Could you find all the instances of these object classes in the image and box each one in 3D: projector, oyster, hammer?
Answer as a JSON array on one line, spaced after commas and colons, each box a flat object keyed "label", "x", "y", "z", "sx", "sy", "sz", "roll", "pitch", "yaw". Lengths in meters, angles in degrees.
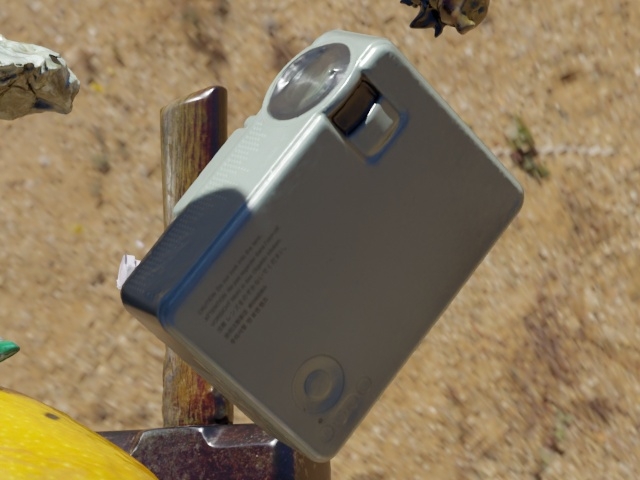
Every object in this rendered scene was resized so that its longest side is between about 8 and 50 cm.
[{"label": "projector", "x": 0.000, "y": 0.000, "z": 1.291, "sx": 0.256, "sy": 0.192, "sz": 0.099, "roll": -52, "pitch": 32, "yaw": -11}, {"label": "oyster", "x": -0.223, "y": -0.104, "z": 0.979, "sx": 0.125, "sy": 0.177, "sz": 0.064, "roll": 18, "pitch": 87, "yaw": 34}, {"label": "hammer", "x": -0.119, "y": 0.062, "z": 1.658, "sx": 0.242, "sy": 0.095, "sz": 0.408, "roll": -4, "pitch": 87, "yaw": 27}]

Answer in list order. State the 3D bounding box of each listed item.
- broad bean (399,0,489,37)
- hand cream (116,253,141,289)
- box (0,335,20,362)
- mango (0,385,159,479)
[{"label": "broad bean", "x": -0.033, "y": -0.164, "z": 0.656, "sx": 0.060, "sy": 0.043, "sz": 0.297, "roll": -36, "pitch": 59, "yaw": -25}, {"label": "hand cream", "x": -0.092, "y": 0.037, "z": 1.451, "sx": 0.142, "sy": 0.084, "sz": 0.053, "roll": 11, "pitch": 49, "yaw": -17}, {"label": "box", "x": -0.444, "y": 0.036, "z": 1.475, "sx": 0.264, "sy": 0.106, "sz": 0.337, "roll": -25, "pitch": 42, "yaw": -30}, {"label": "mango", "x": -0.133, "y": 0.083, "z": 0.581, "sx": 0.190, "sy": 0.098, "sz": 0.075, "roll": 6, "pitch": 103, "yaw": 11}]
